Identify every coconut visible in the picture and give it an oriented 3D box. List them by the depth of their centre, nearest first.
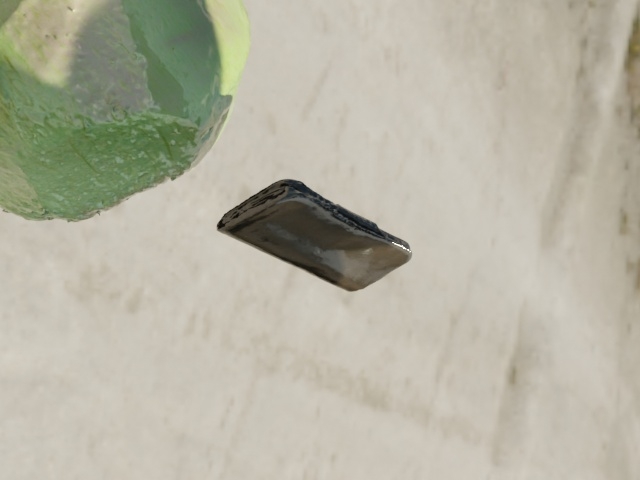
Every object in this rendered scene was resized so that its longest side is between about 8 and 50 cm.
[{"bbox_3d":[-0.220,-0.181,0.956,0.328,0.328,0.281,70,33,-46],"label":"coconut"}]

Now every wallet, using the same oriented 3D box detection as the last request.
[{"bbox_3d":[0.000,0.000,0.931,0.156,0.082,0.018,25,46,-41],"label":"wallet"}]
